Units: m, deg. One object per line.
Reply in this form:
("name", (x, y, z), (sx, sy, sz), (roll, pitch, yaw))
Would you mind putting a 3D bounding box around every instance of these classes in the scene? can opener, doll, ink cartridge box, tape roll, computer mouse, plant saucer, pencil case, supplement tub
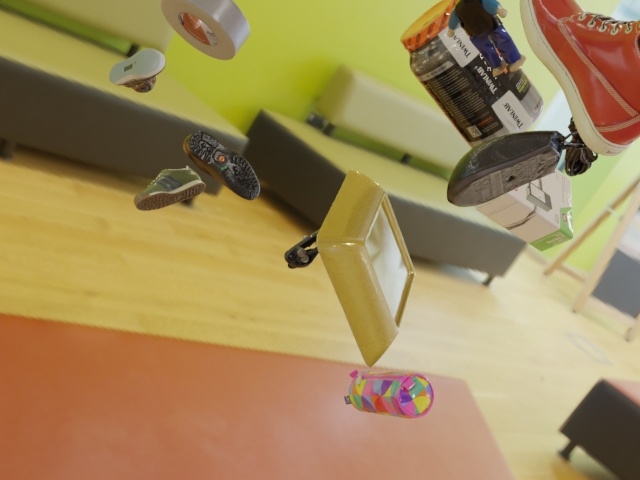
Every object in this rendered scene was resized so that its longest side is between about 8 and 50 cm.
("can opener", (0.000, 0.000, 1.914), (0.059, 0.186, 0.073), (56, -3, -16))
("doll", (0.270, -0.365, 1.458), (0.129, 0.046, 0.189), (-3, -45, 48))
("ink cartridge box", (0.539, -0.124, 2.273), (0.273, 0.115, 0.198), (29, 53, -31))
("tape roll", (-0.282, -0.544, 2.117), (0.219, 0.072, 0.219), (30, -17, 10))
("computer mouse", (0.333, -0.139, 1.457), (0.188, 0.272, 0.072), (66, 3, -65))
("plant saucer", (0.119, 0.047, 1.875), (0.333, 0.081, 0.333), (67, 26, -25))
("pencil case", (0.148, 0.334, 1.884), (0.104, 0.104, 0.236), (24, -17, -25))
("supplement tub", (0.349, -0.387, 2.006), (0.338, 0.207, 0.207), (48, 13, -18))

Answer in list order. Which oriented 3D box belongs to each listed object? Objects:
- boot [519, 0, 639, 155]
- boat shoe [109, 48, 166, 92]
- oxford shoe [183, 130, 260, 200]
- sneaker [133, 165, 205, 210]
("boot", (0.329, -0.242, 0.967), (0.088, 0.176, 0.244), (-10, 66, -27))
("boat shoe", (-0.390, -0.381, 1.938), (0.183, 0.065, 0.083), (-4, -14, 41))
("oxford shoe", (-0.241, -0.182, 2.107), (0.227, 0.083, 0.096), (43, -21, -20))
("sneaker", (-0.397, -0.139, 2.194), (0.192, 0.064, 0.086), (-19, 60, -28))
